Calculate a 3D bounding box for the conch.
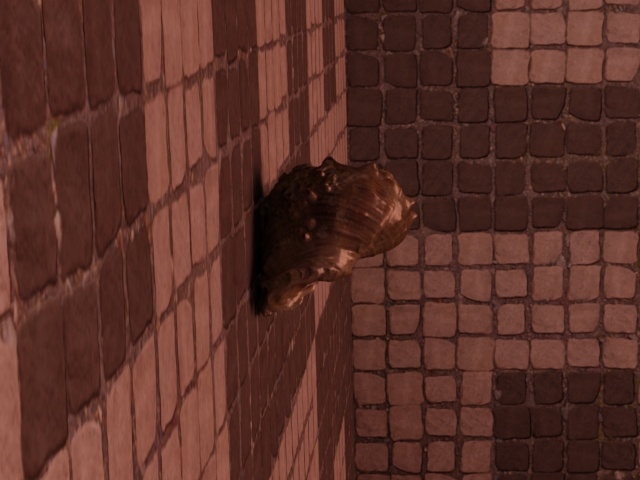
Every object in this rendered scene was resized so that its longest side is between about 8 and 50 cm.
[{"bbox_3d":[0.000,0.000,1.653,0.245,0.163,0.178,-51,164,-34],"label":"conch"}]
